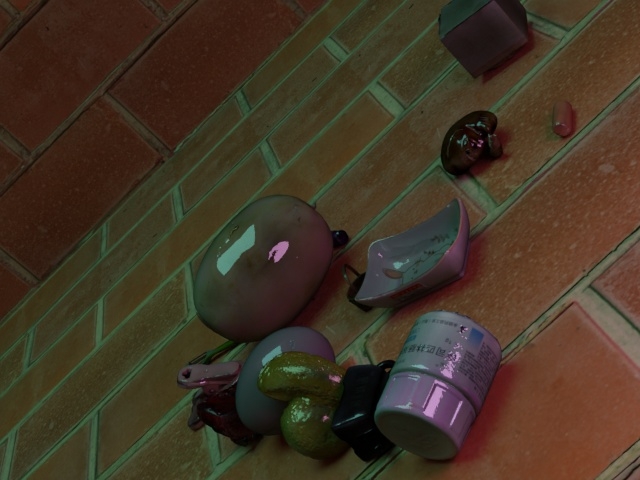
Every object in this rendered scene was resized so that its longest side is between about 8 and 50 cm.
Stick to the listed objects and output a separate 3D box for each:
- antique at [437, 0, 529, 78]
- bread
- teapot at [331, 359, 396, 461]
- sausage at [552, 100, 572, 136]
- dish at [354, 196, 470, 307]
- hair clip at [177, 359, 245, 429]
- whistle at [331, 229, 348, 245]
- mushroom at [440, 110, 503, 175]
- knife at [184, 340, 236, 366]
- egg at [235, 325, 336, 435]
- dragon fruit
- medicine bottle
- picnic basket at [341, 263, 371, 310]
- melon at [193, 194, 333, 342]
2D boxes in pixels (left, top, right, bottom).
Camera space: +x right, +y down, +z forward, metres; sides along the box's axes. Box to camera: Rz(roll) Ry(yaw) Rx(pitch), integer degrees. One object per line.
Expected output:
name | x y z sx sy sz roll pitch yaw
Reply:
antique | 0.340 -0.441 2.182 0.146 0.148 0.152 -35 25 29
bread | -0.018 0.247 1.620 0.149 0.187 0.065 -62 -12 -14
teapot | 0.088 0.241 1.545 0.096 0.087 0.177 -24 30 34
sausage | 0.412 -0.208 1.801 0.034 0.034 0.083 -31 25 33
dish | 0.167 0.036 1.765 0.212 0.077 0.151 -30 29 36
hair clip | -0.203 0.292 2.061 0.138 0.102 0.123 -11 28 0
whistle | 0.000 0.000 2.192 0.176 0.033 0.033 -8 43 57
mushroom | 0.278 -0.181 1.939 0.135 0.080 0.170 -61 21 -9
knife | -0.215 0.231 2.197 0.184 0.026 0.022 -32 -4 28
egg | -0.058 0.232 1.742 0.199 0.146 0.146 -57 21 7
dragon fruit | -0.134 0.307 1.845 0.147 0.096 0.102 -23 20 -31
medicine bottle | 0.159 0.195 1.429 0.135 0.135 0.168 -17 37 51
picnic basket | 0.066 0.077 1.868 0.072 0.083 0.072 -37 24 20
melon | -0.108 0.051 2.043 0.317 0.223 0.223 -53 22 -13
